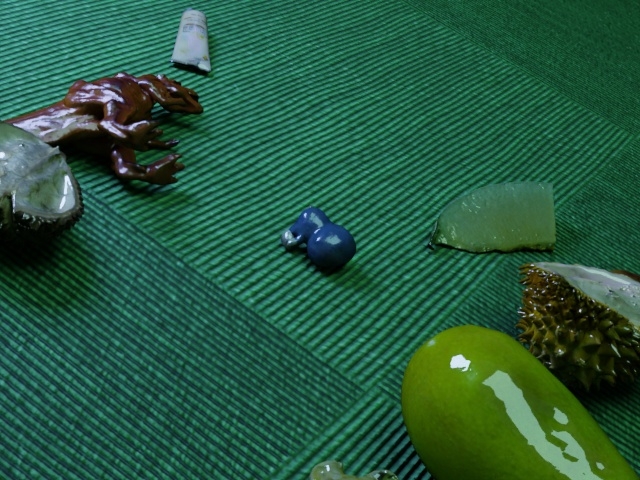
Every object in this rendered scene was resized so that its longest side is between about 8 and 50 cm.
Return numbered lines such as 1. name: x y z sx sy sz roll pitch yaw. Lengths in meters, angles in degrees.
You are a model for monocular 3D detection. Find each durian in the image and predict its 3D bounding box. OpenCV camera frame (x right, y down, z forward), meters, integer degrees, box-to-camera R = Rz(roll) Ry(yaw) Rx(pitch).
1. durian: -0.313 -0.052 1.144 0.148 0.091 0.188 37 29 -2
2. durian: 0.318 0.099 1.284 0.250 0.137 0.183 1 5 -37

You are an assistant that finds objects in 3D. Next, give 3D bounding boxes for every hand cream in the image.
1. hand cream: -0.189 -0.294 1.621 0.061 0.039 0.143 15 38 -17

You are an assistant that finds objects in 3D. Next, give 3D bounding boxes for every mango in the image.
1. mango: 0.185 0.198 1.023 0.273 0.149 0.185 46 -6 20

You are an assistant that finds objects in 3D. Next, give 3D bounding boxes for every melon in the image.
1. melon: 0.231 -0.017 1.492 0.262 0.053 0.114 -12 65 -37

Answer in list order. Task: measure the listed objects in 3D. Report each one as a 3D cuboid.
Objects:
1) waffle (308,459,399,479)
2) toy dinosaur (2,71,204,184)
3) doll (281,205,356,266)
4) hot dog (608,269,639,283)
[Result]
1. waffle: 0.064 0.311 0.869 0.297 0.073 0.317 30 33 9
2. toy dinosaur: -0.268 -0.136 1.289 0.208 0.097 0.432 34 30 33
3. doll: 0.000 0.000 1.303 0.083 0.050 0.076 41 41 23
4. hot dog: 0.398 0.082 1.428 0.140 0.060 0.090 37 30 8
